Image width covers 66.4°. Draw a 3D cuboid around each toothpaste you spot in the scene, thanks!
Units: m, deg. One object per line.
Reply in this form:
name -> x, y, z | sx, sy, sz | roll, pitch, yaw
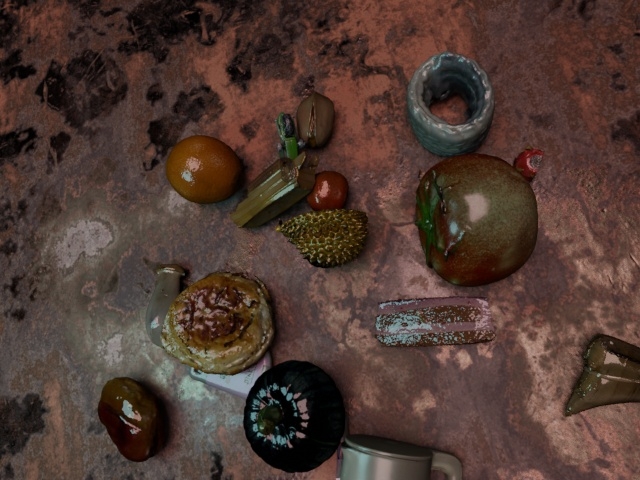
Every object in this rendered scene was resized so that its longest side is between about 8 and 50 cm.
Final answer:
toothpaste -> 0.055, 0.486, 1.172 | 0.045, 0.028, 0.170 | -3, 79, 8

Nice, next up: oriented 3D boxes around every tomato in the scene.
tomato -> 0.350, -0.052, 1.102 | 0.238, 0.303, 0.304 | -8, 75, -3

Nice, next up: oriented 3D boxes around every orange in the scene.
orange -> -0.316, -0.192, 1.343 | 0.205, 0.206, 0.206 | -3, 77, 15

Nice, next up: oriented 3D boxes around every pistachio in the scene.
pistachio -> -0.014, -0.326, 1.334 | 0.112, 0.113, 0.149 | -3, 75, 15

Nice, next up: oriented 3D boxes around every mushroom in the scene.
mushroom -> -0.423, 0.178, 1.347 | 0.116, 0.093, 0.225 | -9, 65, -4

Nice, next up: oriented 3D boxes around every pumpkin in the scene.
pumpkin -> -0.074, 0.399, 1.114 | 0.247, 0.248, 0.248 | -3, 77, 15

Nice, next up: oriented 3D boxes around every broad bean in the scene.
broad bean -> -0.494, 0.464, 1.280 | 0.228, 0.122, 0.156 | 46, 117, 26

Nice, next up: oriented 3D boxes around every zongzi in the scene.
zongzi -> 0.632, 0.315, 1.021 | 0.194, 0.099, 0.198 | 22, 95, 19

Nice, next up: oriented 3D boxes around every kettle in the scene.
kettle -> 0.152, 0.598, 1.030 | 0.264, 0.205, 0.318 | 4, 76, 19

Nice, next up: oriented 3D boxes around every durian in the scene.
durian -> 0.000, 0.000, 1.214 | 0.237, 0.193, 0.138 | -2, 86, 22

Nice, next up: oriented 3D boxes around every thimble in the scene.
thimble -> 0.318, -0.338, 1.212 | 0.204, 0.172, 0.250 | -21, 75, 12

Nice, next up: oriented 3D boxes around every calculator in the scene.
calculator -> -0.240, 0.322, 1.282 | 0.245, 0.045, 0.141 | 15, 81, 19

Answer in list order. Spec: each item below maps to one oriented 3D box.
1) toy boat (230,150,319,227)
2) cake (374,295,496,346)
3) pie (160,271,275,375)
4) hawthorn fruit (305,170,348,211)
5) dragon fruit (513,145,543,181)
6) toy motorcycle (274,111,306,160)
toy boat -> -0.124, -0.133, 1.278 | 0.310, 0.089, 0.116 | -31, 67, 37
cake -> 0.270, 0.195, 1.160 | 0.295, 0.112, 0.116 | -6, 74, 27
pie -> -0.249, 0.211, 1.247 | 0.307, 0.086, 0.309 | -2, 59, 4
hawthorn fruit -> 0.015, -0.123, 1.278 | 0.127, 0.128, 0.128 | -3, 77, 15
dragon fruit -> 0.502, -0.192, 1.189 | 0.060, 0.056, 0.083 | 22, 86, 18
toy motorcycle -> -0.084, -0.248, 1.326 | 0.074, 0.106, 0.190 | -10, 110, -10
